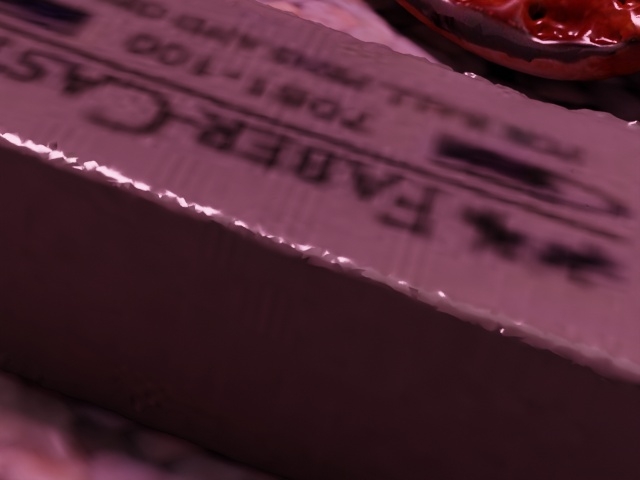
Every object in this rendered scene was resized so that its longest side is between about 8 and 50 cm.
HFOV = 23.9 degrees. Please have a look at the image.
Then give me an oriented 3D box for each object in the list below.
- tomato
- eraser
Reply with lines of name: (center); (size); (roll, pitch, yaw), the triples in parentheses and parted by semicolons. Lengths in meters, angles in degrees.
tomato: (0.103, -0.128, 0.609); (0.166, 0.082, 0.174); (-30, 61, 10)
eraser: (0.000, -0.001, 0.407); (0.352, 0.077, 0.111); (20, 34, 6)
